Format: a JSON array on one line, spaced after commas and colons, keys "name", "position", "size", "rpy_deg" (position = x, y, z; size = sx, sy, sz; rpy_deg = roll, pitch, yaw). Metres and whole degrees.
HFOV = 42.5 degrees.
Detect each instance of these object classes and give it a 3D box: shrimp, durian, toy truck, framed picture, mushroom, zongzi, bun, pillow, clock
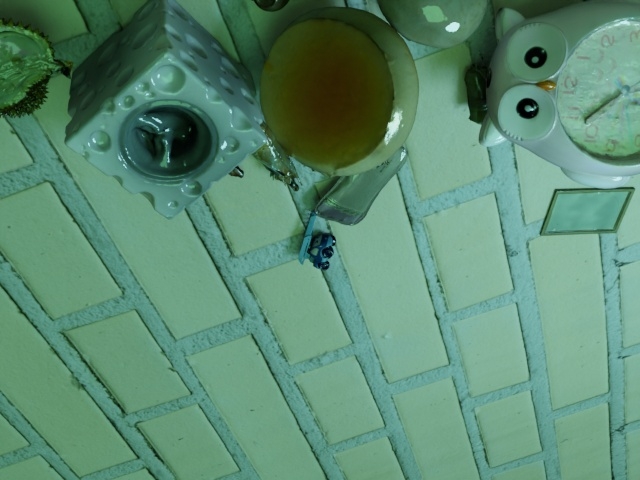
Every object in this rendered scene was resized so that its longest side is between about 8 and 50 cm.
[{"name": "shrimp", "position": [-0.135, -0.169, 1.661], "size": [0.143, 0.052, 0.251], "rpy_deg": [-27, 124, 24]}, {"name": "durian", "position": [-0.534, -0.302, 1.387], "size": [0.237, 0.138, 0.193], "rpy_deg": [-3, 128, -7]}, {"name": "toy truck", "position": [0.000, 0.000, 1.830], "size": [0.074, 0.063, 0.136], "rpy_deg": [17, 124, -2]}, {"name": "framed picture", "position": [0.630, -0.068, 1.949], "size": [0.200, 0.010, 0.136], "rpy_deg": [-2, 131, -11]}, {"name": "mushroom", "position": [0.184, -0.423, 1.438], "size": [0.204, 0.204, 0.204], "rpy_deg": [-7, 131, -8]}, {"name": "zongzi", "position": [0.349, -0.321, 1.650], "size": [0.130, 0.062, 0.154], "rpy_deg": [-24, 118, -20]}, {"name": "bun", "position": [0.044, -0.264, 1.472], "size": [0.164, 0.299, 0.299], "rpy_deg": [-26, 154, -55]}, {"name": "pillow", "position": [0.089, -0.123, 1.754], "size": [0.130, 0.038, 0.233], "rpy_deg": [20, 121, -33]}, {"name": "clock", "position": [0.497, -0.288, 1.546], "size": [0.376, 0.250, 0.368], "rpy_deg": [6, 104, 2]}]

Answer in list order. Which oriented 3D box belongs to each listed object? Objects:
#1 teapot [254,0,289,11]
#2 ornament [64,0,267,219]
[{"name": "teapot", "position": [-0.097, -0.448, 1.414], "size": [0.085, 0.080, 0.110], "rpy_deg": [-5, 120, 19]}, {"name": "ornament", "position": [-0.270, -0.235, 1.439], "size": [0.239, 0.240, 0.240], "rpy_deg": [-36, 129, 19]}]
